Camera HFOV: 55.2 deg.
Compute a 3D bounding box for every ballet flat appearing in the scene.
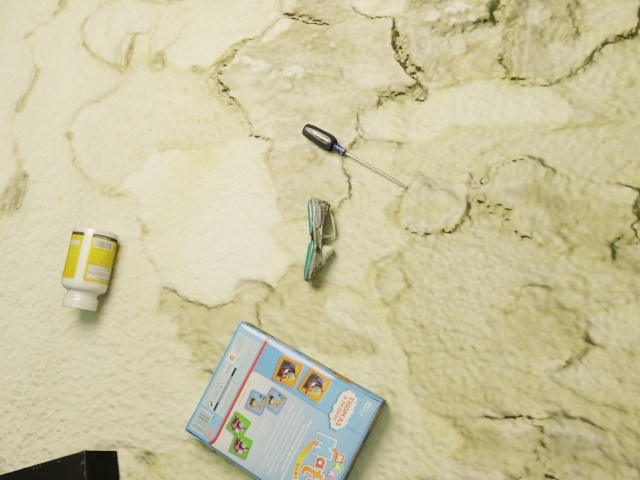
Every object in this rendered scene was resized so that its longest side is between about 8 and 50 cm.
[{"bbox_3d":[0.000,0.000,0.812,0.041,0.041,0.114,0,79,17],"label":"ballet flat"}]

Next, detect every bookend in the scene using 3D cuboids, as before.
[{"bbox_3d":[-0.346,0.373,0.802,0.156,0.072,0.157,-19,66,11],"label":"bookend"}]

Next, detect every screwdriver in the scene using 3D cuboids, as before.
[{"bbox_3d":[0.044,-0.111,0.831,0.170,0.024,0.025,37,61,19],"label":"screwdriver"}]

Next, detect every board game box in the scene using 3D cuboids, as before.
[{"bbox_3d":[-0.047,0.221,0.774,0.211,0.039,0.160,26,87,21],"label":"board game box"}]

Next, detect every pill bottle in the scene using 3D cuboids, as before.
[{"bbox_3d":[-0.338,0.042,0.888,0.065,0.065,0.116,6,79,18],"label":"pill bottle"}]
